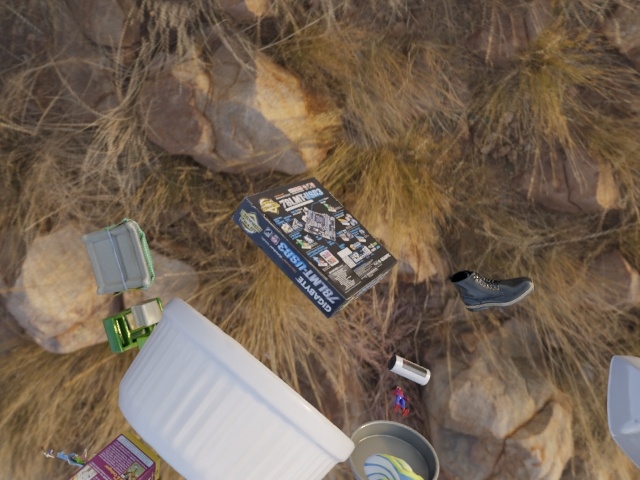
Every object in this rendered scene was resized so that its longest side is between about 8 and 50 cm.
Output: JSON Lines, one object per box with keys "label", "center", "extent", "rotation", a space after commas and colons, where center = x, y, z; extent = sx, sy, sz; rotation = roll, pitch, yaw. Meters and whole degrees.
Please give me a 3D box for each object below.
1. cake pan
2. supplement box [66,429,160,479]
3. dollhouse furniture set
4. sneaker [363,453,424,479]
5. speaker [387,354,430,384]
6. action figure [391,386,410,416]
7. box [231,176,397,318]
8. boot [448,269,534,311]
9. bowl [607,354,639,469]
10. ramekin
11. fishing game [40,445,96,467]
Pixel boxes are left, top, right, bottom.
{"label": "cake pan", "center": [0.222, 0.691, 1.755], "extent": [0.293, 0.293, 0.054], "rotation": [10, 117, 2]}
{"label": "supplement box", "center": [-0.214, 0.249, 0.578], "extent": [0.055, 0.083, 0.043], "rotation": [33, 131, 19]}
{"label": "dollhouse furniture set", "center": [-0.413, 0.097, 1.319], "extent": [0.197, 0.151, 0.302], "rotation": [-11, 95, 34]}
{"label": "sneaker", "center": [0.167, 0.546, 1.217], "extent": [0.240, 0.126, 0.091], "rotation": [19, 94, 42]}
{"label": "speaker", "center": [0.290, 0.427, 1.844], "extent": [0.136, 0.055, 0.055], "rotation": [27, 118, -14]}
{"label": "action figure", "center": [0.192, 0.382, 1.352], "extent": [0.038, 0.115, 0.030], "rotation": [26, 98, -3]}
{"label": "box", "center": [0.000, 0.000, 1.219], "extent": [0.293, 0.295, 0.073], "rotation": [44, 119, 11]}
{"label": "boot", "center": [0.457, 0.116, 1.503], "extent": [0.197, 0.077, 0.137], "rotation": [-25, 125, 24]}
{"label": "bowl", "center": [0.432, 0.229, 0.716], "extent": [0.053, 0.142, 0.142], "rotation": [-6, 106, -4]}
{"label": "ramekin", "center": [-0.103, 0.196, 0.635], "extent": [0.273, 0.273, 0.127], "rotation": [43, 74, -15]}
{"label": "fishing game", "center": [-0.614, 0.595, 1.507], "extent": [0.264, 0.041, 0.189], "rotation": [29, 158, -23]}
